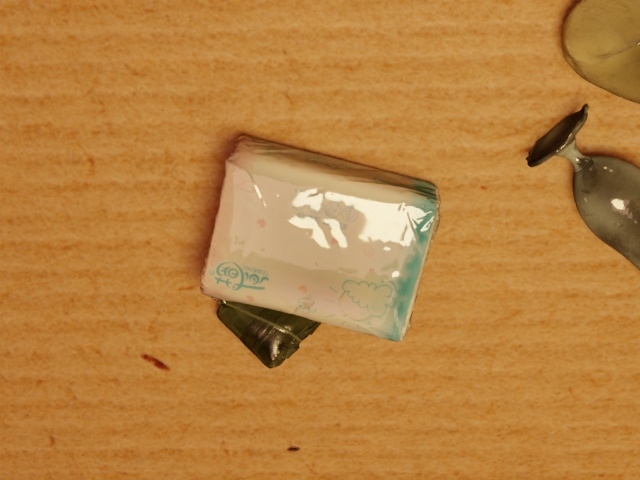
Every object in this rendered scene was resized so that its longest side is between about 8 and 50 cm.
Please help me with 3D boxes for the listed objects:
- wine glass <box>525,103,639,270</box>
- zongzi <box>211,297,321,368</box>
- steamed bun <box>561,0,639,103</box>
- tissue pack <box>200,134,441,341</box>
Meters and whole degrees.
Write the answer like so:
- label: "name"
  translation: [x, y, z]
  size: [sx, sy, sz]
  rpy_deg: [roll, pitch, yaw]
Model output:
- label: "wine glass"
  translation: [0.362, -0.056, 1.418]
  size: [0.222, 0.103, 0.103]
  rpy_deg: [44, 104, -11]
- label: "zongzi"
  translation: [-0.071, 0.076, 1.518]
  size: [0.154, 0.062, 0.130]
  rpy_deg: [43, 80, 8]
- label: "steamed bun"
  translation: [0.397, -0.239, 1.347]
  size: [0.212, 0.110, 0.231]
  rpy_deg: [-21, 107, 4]
- label: "tissue pack"
  translation: [0.001, -0.002, 1.441]
  size: [0.271, 0.124, 0.202]
  rpy_deg: [14, 103, -1]
